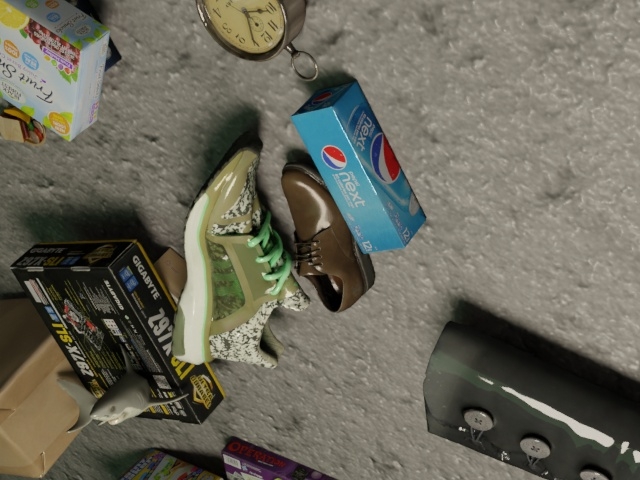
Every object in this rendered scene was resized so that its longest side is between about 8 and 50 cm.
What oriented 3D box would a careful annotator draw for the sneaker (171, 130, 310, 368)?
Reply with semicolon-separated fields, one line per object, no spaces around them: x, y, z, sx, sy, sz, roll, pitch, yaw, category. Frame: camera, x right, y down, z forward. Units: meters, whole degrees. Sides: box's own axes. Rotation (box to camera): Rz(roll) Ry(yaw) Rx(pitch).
-0.091;0.028;1.521;0.182;0.158;0.410;17;131;6;sneaker

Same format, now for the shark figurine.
-0.318;0.224;1.704;0.278;0.166;0.116;-19;88;65;shark figurine

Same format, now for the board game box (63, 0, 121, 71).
-0.398;-0.335;1.500;0.165;0.042;0.243;-5;122;41;board game box

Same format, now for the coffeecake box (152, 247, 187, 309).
-0.239;0.121;1.769;0.142;0.068;0.185;40;140;0;coffeecake box

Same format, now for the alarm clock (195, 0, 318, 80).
-0.068;-0.267;1.288;0.192;0.064;0.129;50;139;-8;alarm clock

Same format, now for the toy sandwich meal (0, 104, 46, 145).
-0.471;-0.179;1.708;0.085;0.029;0.086;21;136;22;toy sandwich meal

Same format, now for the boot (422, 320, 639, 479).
0.348;0.200;1.346;0.445;0.146;0.367;26;136;23;boot

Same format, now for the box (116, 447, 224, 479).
-0.247;0.583;2.069;0.279;0.177;0.290;4;129;55;box

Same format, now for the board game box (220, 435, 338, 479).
-0.014;0.491;1.951;0.346;0.056;0.208;18;131;25;board game box

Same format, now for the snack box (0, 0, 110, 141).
-0.395;-0.260;1.476;0.207;0.070;0.174;34;139;9;snack box

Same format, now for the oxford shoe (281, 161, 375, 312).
0.000;0.000;1.455;0.082;0.096;0.227;-4;121;42;oxford shoe

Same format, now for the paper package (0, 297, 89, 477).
-0.548;0.252;1.942;0.324;0.309;0.168;-5;127;41;paper package

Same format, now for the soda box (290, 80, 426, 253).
0.050;-0.089;1.356;0.071;0.067;0.210;-8;121;41;soda box

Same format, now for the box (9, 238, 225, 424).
-0.326;0.149;1.752;0.257;0.079;0.322;-1;125;42;box
